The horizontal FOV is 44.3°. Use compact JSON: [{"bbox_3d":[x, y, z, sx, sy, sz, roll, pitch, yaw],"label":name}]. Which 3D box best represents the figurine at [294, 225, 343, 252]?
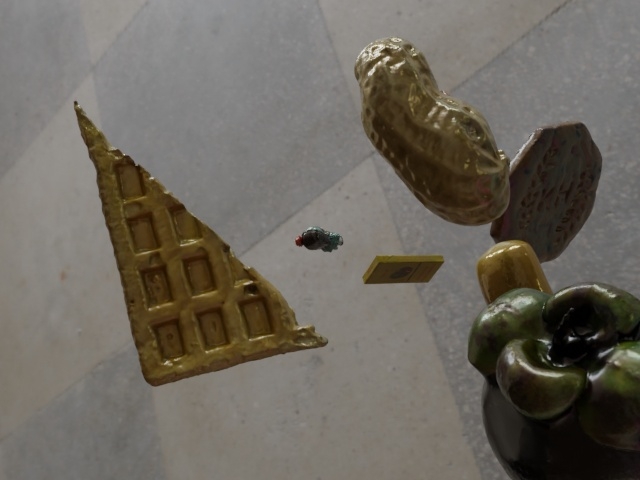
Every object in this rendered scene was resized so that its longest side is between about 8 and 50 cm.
[{"bbox_3d":[0.000,0.000,1.576,0.060,0.106,0.047,-21,70,34],"label":"figurine"}]

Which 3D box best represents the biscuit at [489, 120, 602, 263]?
[{"bbox_3d":[0.515,-0.099,1.772,0.046,0.359,0.358,29,105,48],"label":"biscuit"}]

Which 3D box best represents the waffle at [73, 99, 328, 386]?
[{"bbox_3d":[-0.077,-0.011,0.508,0.032,0.125,0.190,118,139,-82],"label":"waffle"}]

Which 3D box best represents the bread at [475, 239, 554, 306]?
[{"bbox_3d":[0.386,0.110,1.557,0.147,0.098,0.217,-34,82,49],"label":"bread"}]

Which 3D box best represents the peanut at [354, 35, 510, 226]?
[{"bbox_3d":[0.155,-0.160,1.142,0.153,0.140,0.325,-37,78,29],"label":"peanut"}]

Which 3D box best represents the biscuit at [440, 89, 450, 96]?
[{"bbox_3d":[0.221,-0.229,1.433,0.078,0.015,0.091,-101,18,-54],"label":"biscuit"}]

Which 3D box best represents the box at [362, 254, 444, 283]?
[{"bbox_3d":[0.174,0.061,1.653,0.087,0.155,0.023,122,142,-52],"label":"box"}]

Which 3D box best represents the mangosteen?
[{"bbox_3d":[0.249,0.147,0.726,0.243,0.243,0.242,-8,78,45],"label":"mangosteen"}]
